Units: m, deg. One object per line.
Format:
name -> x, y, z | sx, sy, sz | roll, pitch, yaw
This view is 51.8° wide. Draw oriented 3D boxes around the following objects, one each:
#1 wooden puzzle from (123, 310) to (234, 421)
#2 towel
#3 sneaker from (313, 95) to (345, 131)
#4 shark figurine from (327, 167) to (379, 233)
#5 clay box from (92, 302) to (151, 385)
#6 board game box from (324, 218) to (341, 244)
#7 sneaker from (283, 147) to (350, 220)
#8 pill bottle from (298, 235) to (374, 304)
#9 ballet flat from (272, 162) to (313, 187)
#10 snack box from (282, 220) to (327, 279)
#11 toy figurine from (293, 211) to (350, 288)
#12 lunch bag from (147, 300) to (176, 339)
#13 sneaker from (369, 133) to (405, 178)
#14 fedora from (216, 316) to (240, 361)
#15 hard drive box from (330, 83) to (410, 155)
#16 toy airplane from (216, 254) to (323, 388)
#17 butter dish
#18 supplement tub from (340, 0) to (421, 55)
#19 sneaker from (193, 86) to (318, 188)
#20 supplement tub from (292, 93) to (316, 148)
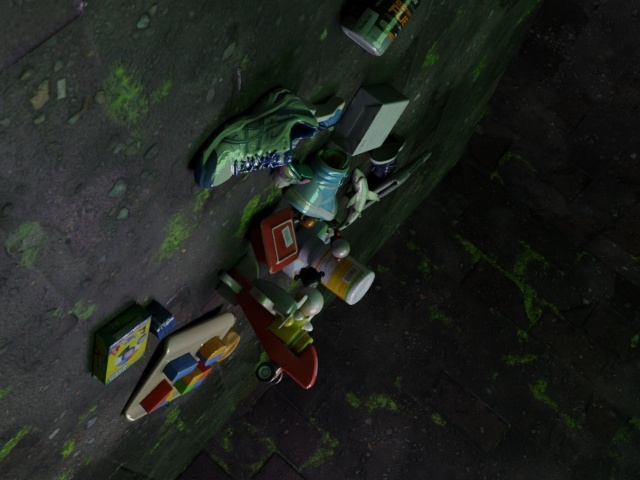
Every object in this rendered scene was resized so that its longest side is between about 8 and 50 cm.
wooden puzzle -> -0.424, 0.403, 2.065 | 0.322, 0.080, 0.348 | -19, 146, -58
towel -> 0.272, -0.237, 2.676 | 0.324, 0.056, 0.312 | -35, -175, 46
sneaker -> 0.008, -0.305, 1.672 | 0.152, 0.058, 0.085 | -47, 160, -51
shark figurine -> 0.103, -0.130, 2.460 | 0.166, 0.116, 0.278 | 22, 101, -42
clay box -> -0.475, 0.257, 1.573 | 0.127, 0.053, 0.222 | -40, 163, -40
board game box -> 0.000, 0.000, 2.564 | 0.170, 0.048, 0.141 | -55, 165, 17
sneaker -> 0.028, -0.174, 1.979 | 0.208, 0.127, 0.319 | -52, 169, 12
pill bottle -> 0.049, 0.093, 2.227 | 0.136, 0.245, 0.136 | -45, 159, -23
ballet flat -> -0.082, -0.172, 1.732 | 0.079, 0.077, 0.221 | -34, 172, 13
snack box -> -0.060, 0.026, 2.367 | 0.174, 0.070, 0.207 | -46, 165, -22
toy figurine -> -0.036, 0.023, 2.078 | 0.213, 0.209, 0.148 | -45, -169, 2
lunch bag -> -0.404, 0.201, 1.634 | 0.065, 0.067, 0.098 | -47, 166, -22
sneaker -> 0.230, -0.289, 2.465 | 0.226, 0.086, 0.163 | -39, 160, -48
fedora -> -0.341, 0.356, 2.288 | 0.194, 0.079, 0.194 | -49, 168, -14
hard drive box -> 0.150, -0.360, 1.957 | 0.181, 0.089, 0.232 | -57, 166, 26
toy airplane -> -0.127, 0.204, 1.944 | 0.272, 0.385, 0.386 | -29, -150, -2
butter dish -> -0.149, 0.000, 1.889 | 0.160, 0.118, 0.160 | -31, 115, -53
supplement tub -> 0.141, -0.509, 1.428 | 0.190, 0.117, 0.117 | -53, 168, 10
sneaker -> -0.125, -0.194, 1.354 | 0.296, 0.131, 0.112 | -45, 168, -21
supplement tub -> -0.064, -0.268, 1.494 | 0.107, 0.071, 0.071 | -58, 166, 25
